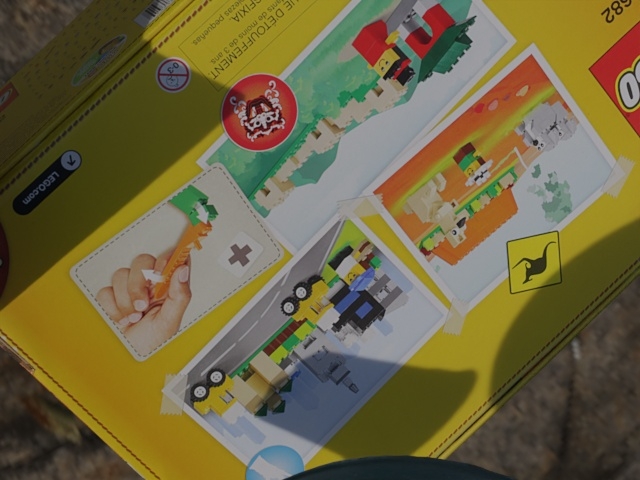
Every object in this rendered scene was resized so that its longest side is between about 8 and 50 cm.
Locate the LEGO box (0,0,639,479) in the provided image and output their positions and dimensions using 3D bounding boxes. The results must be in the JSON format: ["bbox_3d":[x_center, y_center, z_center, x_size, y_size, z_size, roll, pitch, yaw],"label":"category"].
[{"bbox_3d":[0.014,-0.055,1.080,0.500,0.193,0.372,-43,114,-2],"label":"LEGO box"}]

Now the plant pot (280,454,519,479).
[{"bbox_3d":[0.018,0.250,0.621,0.293,0.293,0.196,-56,169,11],"label":"plant pot"}]
